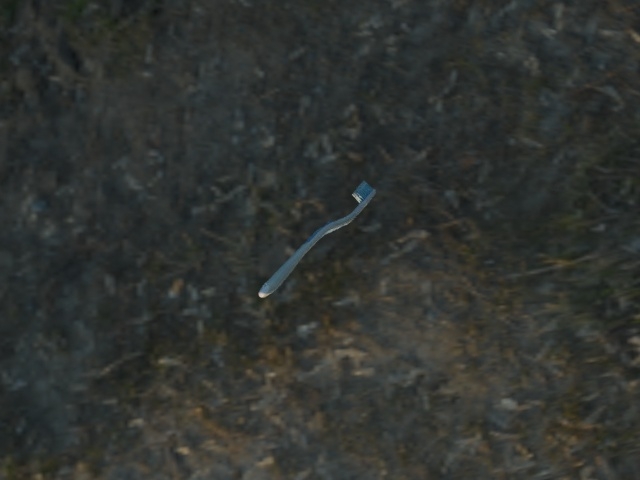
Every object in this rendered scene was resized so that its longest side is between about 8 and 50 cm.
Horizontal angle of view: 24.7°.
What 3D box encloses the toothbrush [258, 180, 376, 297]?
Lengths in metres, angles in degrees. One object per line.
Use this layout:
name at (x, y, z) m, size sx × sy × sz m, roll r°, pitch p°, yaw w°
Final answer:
toothbrush at (0.000, 0.000, 1.151) m, size 0.017 × 0.162 × 0.014 m, roll 47°, pitch 138°, yaw -5°
